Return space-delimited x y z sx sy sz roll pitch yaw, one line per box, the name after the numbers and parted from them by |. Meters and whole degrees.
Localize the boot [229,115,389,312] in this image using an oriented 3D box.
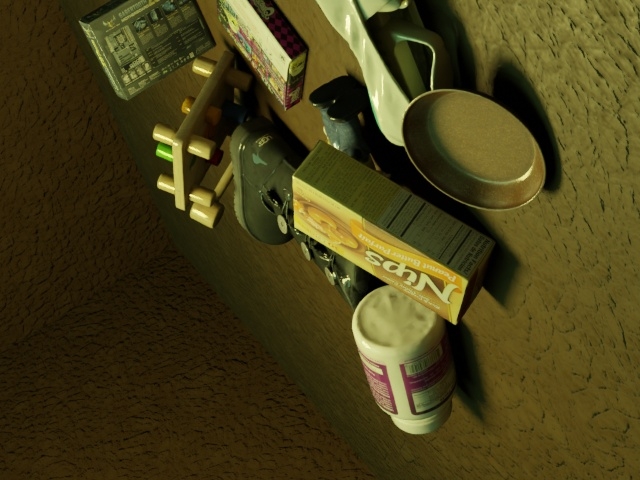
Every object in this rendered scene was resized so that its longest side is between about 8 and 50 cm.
-0.001 -0.001 2.409 0.445 0.146 0.367 43 162 33 | boot

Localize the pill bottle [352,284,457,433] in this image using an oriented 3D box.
0.167 0.231 2.239 0.169 0.169 0.301 46 162 40 | pill bottle

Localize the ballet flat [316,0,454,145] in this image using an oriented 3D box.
0.090 -0.282 1.510 0.139 0.139 0.400 39 162 52 | ballet flat

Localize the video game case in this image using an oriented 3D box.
-0.108 -0.369 2.130 0.232 0.042 0.210 54 166 13 | video game case

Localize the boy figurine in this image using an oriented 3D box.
0.067 -0.124 1.966 0.177 0.092 0.285 42 160 46 | boy figurine

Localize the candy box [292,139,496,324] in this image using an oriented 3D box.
0.108 -0.010 1.864 0.316 0.087 0.183 31 159 13 | candy box

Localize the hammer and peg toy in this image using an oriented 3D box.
-0.240 -0.201 2.490 0.127 0.265 0.361 21 152 7 | hammer and peg toy

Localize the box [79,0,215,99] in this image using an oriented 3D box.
-0.352 -0.425 2.448 0.059 0.233 0.183 28 149 52 | box

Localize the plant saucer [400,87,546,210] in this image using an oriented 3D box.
0.197 -0.121 1.504 0.199 0.036 0.198 24 145 18 | plant saucer
